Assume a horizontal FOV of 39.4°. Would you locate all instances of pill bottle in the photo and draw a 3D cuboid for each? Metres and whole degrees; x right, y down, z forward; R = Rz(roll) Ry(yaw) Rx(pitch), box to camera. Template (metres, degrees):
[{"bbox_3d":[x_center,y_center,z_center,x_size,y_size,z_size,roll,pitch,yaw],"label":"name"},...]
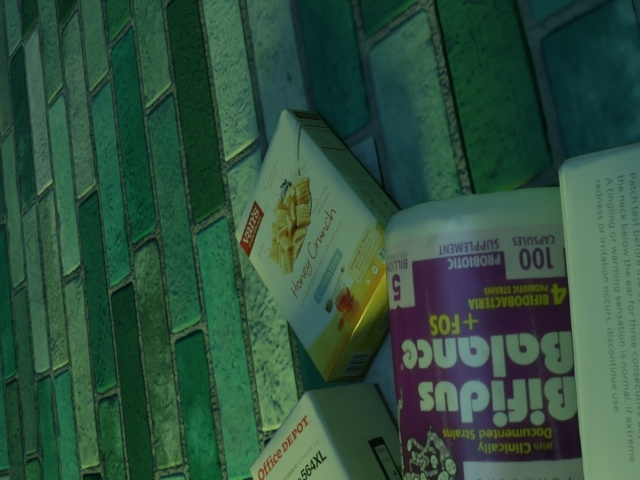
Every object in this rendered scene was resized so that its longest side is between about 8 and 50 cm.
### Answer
[{"bbox_3d":[0.137,0.124,0.614,0.169,0.169,0.302,-14,78,53],"label":"pill bottle"}]

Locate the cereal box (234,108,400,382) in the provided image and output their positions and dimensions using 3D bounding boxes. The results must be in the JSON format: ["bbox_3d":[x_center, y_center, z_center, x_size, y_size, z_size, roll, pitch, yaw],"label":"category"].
[{"bbox_3d":[0.000,0.000,0.910,0.240,0.047,0.173,53,130,41],"label":"cereal box"}]

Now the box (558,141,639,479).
[{"bbox_3d":[0.301,0.024,0.345,0.345,0.215,0.168,-10,81,53],"label":"box"}]

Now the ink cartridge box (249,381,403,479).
[{"bbox_3d":[0.026,0.259,0.838,0.148,0.085,0.203,-57,47,37],"label":"ink cartridge box"}]
